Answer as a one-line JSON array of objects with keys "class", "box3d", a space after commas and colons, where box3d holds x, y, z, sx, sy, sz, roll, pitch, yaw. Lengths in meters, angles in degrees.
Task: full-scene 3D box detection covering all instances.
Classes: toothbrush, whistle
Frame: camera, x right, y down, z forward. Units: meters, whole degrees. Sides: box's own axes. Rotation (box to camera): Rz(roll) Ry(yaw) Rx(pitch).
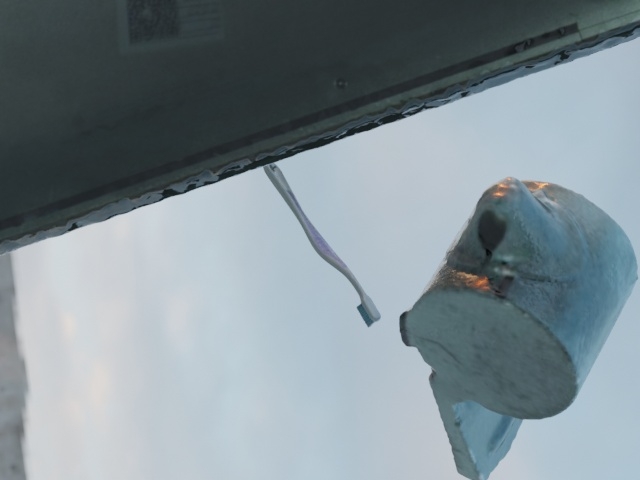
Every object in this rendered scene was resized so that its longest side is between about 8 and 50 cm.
[{"class": "toothbrush", "box3d": [0.000, 0.000, 1.010, 0.131, 0.011, 0.013, 56, -50, 18]}, {"class": "whistle", "box3d": [0.183, 0.097, 1.654, 0.188, 0.168, 0.404, 32, -35, 4]}]

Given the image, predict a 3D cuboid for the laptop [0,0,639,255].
[{"class": "laptop", "box3d": [-0.061, -0.097, 0.415, 0.015, 0.269, 0.187, 71, 1, -71]}]
